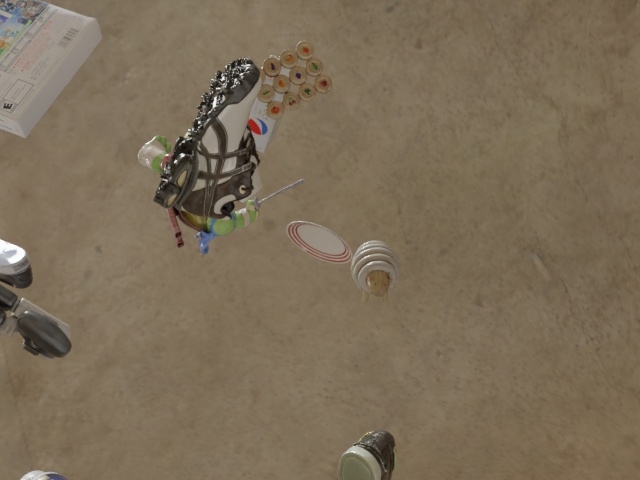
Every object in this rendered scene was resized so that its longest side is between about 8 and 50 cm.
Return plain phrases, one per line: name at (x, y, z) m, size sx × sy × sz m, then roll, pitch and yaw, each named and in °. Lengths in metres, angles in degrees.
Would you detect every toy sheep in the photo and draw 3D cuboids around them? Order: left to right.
toy sheep at (0.091, 0.046, 1.429) m, size 0.091 × 0.091 × 0.132 m, roll -31°, pitch 34°, yaw 13°

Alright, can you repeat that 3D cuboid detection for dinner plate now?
dinner plate at (0.000, 0.000, 1.683) m, size 0.141 × 0.141 × 0.017 m, roll 14°, pitch 63°, yaw 28°

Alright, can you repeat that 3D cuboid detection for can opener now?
can opener at (-0.542, 0.105, 1.458) m, size 0.093 × 0.280 × 0.074 m, roll -38°, pitch 23°, yaw 48°

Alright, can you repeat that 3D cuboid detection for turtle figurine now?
turtle figurine at (-0.190, -0.119, 1.564) m, size 0.266 × 0.197 × 0.275 m, roll 28°, pitch 96°, yaw 43°

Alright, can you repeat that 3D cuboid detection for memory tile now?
memory tile at (-0.060, -0.313, 1.682) m, size 0.148 × 0.012 × 0.113 m, roll -30°, pitch 98°, yaw -7°

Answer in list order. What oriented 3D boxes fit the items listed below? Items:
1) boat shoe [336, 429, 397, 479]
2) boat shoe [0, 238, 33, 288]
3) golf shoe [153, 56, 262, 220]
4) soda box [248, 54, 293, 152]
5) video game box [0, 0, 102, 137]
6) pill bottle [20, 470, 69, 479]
boat shoe at (0.057, 0.354, 1.220) m, size 0.081 × 0.228 × 0.068 m, roll 36°, pitch 46°, yaw 20°
boat shoe at (-0.617, 0.032, 1.628) m, size 0.228 × 0.076 × 0.080 m, roll 18°, pitch 44°, yaw 33°
golf shoe at (-0.086, -0.092, 0.833) m, size 0.198 × 0.094 × 0.077 m, roll -49°, pitch 20°, yaw 46°
soda box at (-0.114, -0.289, 1.844) m, size 0.069 × 0.216 × 0.074 m, roll 28°, pitch 53°, yaw 0°
video game box at (-0.443, -0.257, 1.216) m, size 0.187 × 0.048 × 0.205 m, roll 22°, pitch 62°, yaw 10°
pill bottle at (-0.473, 0.466, 1.527) m, size 0.169 × 0.094 × 0.094 m, roll 9°, pitch 76°, yaw 47°
